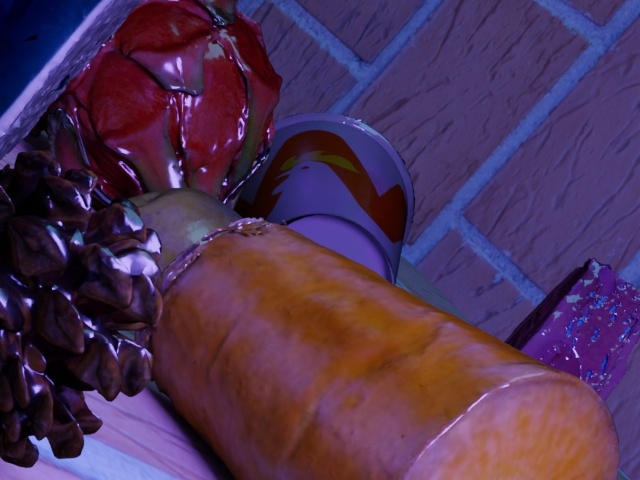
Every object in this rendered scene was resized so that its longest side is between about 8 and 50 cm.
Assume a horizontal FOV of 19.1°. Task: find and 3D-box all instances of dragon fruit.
[{"bbox_3d":[-0.136,-0.095,1.604,0.234,0.234,0.293,25,48,-73],"label":"dragon fruit"}]

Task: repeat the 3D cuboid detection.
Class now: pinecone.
[{"bbox_3d":[-0.126,0.023,0.804,0.140,0.140,0.121,43,40,11],"label":"pinecone"}]

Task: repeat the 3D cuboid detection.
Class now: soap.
[{"bbox_3d":[0.221,0.135,1.879,0.099,0.250,0.162,43,3,0],"label":"soap"}]

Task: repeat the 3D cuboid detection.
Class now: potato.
[{"bbox_3d":[-0.097,0.012,1.410,0.138,0.098,0.243,40,4,3],"label":"potato"}]

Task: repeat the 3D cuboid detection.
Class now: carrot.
[{"bbox_3d":[0.023,0.113,1.133,0.254,0.196,0.196,33,-2,43],"label":"carrot"}]

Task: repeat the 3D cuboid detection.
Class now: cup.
[{"bbox_3d":[0.000,0.000,1.810,0.203,0.203,0.288,41,12,-11],"label":"cup"}]

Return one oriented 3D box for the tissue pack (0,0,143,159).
[{"bbox_3d":[-0.308,-0.263,1.256,0.416,0.253,0.264,40,5,-5],"label":"tissue pack"}]
